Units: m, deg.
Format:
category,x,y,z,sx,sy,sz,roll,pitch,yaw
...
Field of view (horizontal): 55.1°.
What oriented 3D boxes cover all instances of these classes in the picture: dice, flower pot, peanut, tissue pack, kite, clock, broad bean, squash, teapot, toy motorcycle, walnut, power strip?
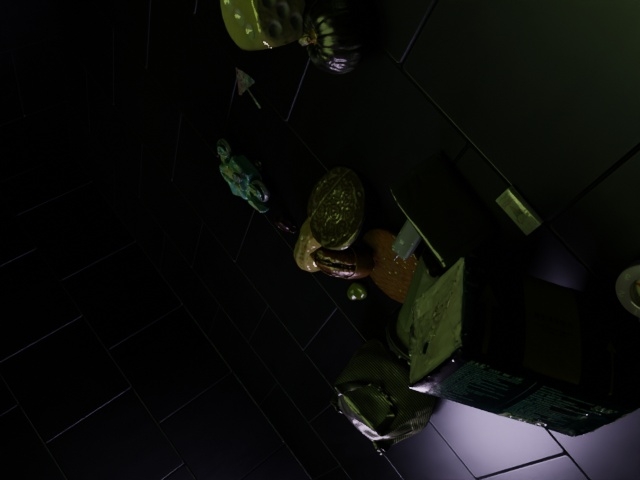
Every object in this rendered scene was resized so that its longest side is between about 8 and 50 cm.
category,x,y,z,sx,sy,sz,roll,pitch,yaw
dice,-0.148,-0.603,1.607,0.166,0.169,0.170,23,136,45
flower pot,0.320,0.160,1.548,0.290,0.290,0.259,35,132,34
peanut,0.000,0.000,1.990,0.147,0.147,0.306,46,146,19
tissue pack,0.416,0.228,1.289,0.416,0.253,0.264,16,144,-9
tissue pack,0.445,-0.067,1.376,0.108,0.023,0.056,50,149,12
kite,-0.239,-0.494,2.003,0.137,0.005,0.153,-11,108,61
clock,0.671,0.095,1.154,0.198,0.064,0.172,36,143,33
broad bean,0.124,0.170,2.048,0.063,0.045,0.083,57,142,-1
squash,0.032,-0.496,1.463,0.193,0.155,0.193,7,98,54
teapot,-0.125,-0.061,2.199,0.100,0.045,0.068,29,166,13
toy motorcycle,-0.288,-0.223,2.228,0.296,0.109,0.198,46,150,22
walnut,0.063,0.059,1.857,0.207,0.116,0.116,12,132,18
power strip,0.252,-0.031,1.650,0.060,0.027,0.253,45,136,19

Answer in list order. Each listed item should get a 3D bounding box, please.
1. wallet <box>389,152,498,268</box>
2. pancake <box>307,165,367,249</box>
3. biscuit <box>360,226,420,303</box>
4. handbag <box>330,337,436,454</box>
category,x,y,z,sx,sy,sz,roll,pitch,yaw
wallet,0.291,-0.073,1.468,0.245,0.168,0.052,56,172,4
pancake,0.047,-0.089,1.806,0.250,0.031,0.250,-7,80,45
biscuit,0.221,0.074,1.821,0.262,0.037,0.262,35,143,33
handbag,0.197,0.533,2.083,0.340,0.240,0.247,41,150,24
